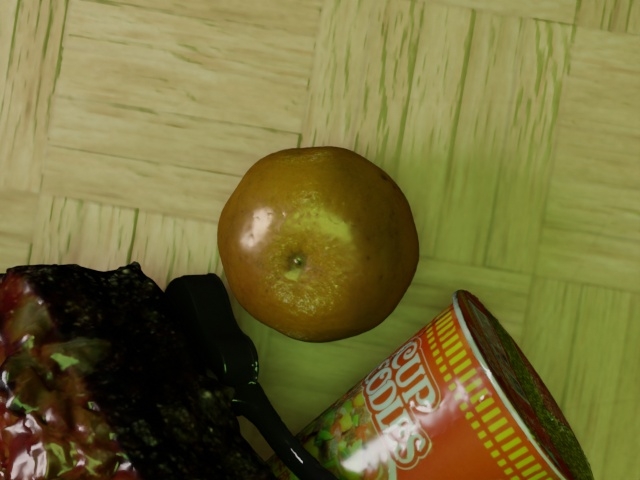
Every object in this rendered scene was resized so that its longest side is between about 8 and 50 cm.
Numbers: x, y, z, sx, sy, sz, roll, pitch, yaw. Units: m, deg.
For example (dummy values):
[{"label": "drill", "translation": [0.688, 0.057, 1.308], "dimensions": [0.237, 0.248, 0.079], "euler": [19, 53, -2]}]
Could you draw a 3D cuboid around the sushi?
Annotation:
[{"label": "sushi", "translation": [-0.154, 0.180, 1.186], "dimensions": [0.182, 0.196, 0.343], "euler": [-10, 54, -33]}]

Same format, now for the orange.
[{"label": "orange", "translation": [0.000, 0.000, 1.258], "dimensions": [0.155, 0.134, 0.154], "euler": [6, 111, 16]}]

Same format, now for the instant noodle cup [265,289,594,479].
[{"label": "instant noodle cup", "translation": [0.071, 0.170, 1.239], "dimensions": [0.212, 0.193, 0.193], "euler": [-35, 90, 12]}]

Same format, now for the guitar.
[{"label": "guitar", "translation": [-0.050, 0.125, 1.215], "dimensions": [0.038, 0.271, 0.084], "euler": [-4, 127, -34]}]
